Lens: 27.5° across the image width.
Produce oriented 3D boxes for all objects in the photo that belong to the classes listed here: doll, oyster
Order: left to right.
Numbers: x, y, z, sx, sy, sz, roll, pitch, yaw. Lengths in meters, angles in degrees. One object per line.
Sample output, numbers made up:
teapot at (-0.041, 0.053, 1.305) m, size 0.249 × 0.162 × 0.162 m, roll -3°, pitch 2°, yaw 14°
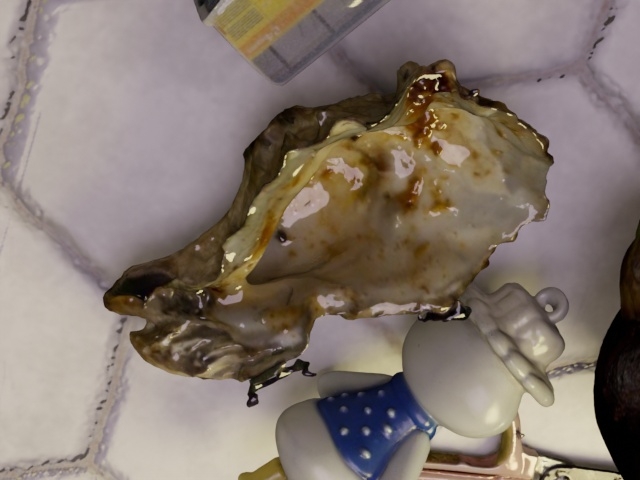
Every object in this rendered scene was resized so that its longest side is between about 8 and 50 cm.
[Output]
oyster at (0.005, 0.004, 0.928) m, size 0.337 × 0.133 × 0.198 m, roll -37°, pitch 116°, yaw 15°
doll at (0.066, 0.127, 0.994) m, size 0.293 × 0.138 × 0.119 m, roll -37°, pitch 134°, yaw 7°

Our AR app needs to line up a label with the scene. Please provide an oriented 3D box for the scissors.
scissors at (0.177, 0.198, 1.098) m, size 0.317 × 0.024 × 0.160 m, roll 6°, pitch 114°, yaw -8°

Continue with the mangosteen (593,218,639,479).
mangosteen at (0.347, 0.089, 0.939) m, size 0.297 × 0.313 × 0.297 m, roll 11°, pitch 150°, yaw 7°

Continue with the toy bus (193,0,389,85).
toy bus at (0.038, -0.218, 0.848) m, size 0.268 × 0.092 × 0.106 m, roll -38°, pitch 123°, yaw 12°
